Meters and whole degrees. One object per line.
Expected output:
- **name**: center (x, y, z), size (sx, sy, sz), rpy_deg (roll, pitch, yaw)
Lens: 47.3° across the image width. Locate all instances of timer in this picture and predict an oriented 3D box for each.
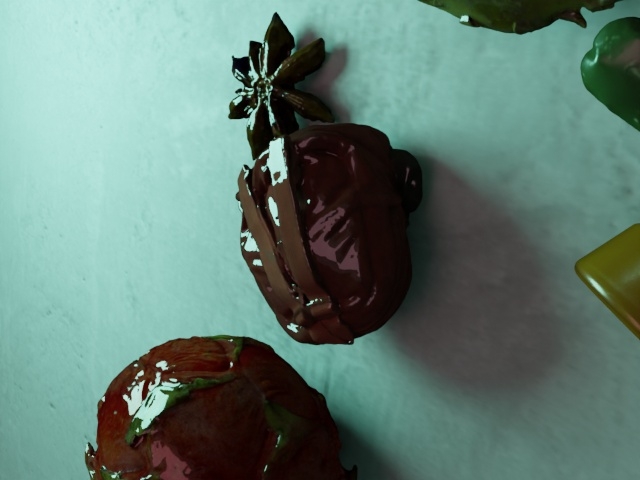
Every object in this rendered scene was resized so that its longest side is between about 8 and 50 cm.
- **timer**: center (0.277, 0.014, 0.503), size (0.152, 0.132, 0.132), rpy_deg (-46, 64, 14)

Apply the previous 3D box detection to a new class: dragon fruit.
- **dragon fruit**: center (-0.108, 0.245, 0.802), size (0.343, 0.277, 0.277), rpy_deg (51, 129, 19)

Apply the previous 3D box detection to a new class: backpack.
- **backpack**: center (0.002, 0.000, 0.734), size (0.229, 0.138, 0.229), rpy_deg (7, 100, 45)

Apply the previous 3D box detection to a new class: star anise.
- **star anise**: center (-0.050, -0.166, 0.814), size (0.167, 0.057, 0.168), rpy_deg (11, 105, 44)

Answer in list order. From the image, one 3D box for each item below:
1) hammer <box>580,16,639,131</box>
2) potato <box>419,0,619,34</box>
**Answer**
- **hammer**: center (0.282, -0.011, 0.385), size (0.335, 0.119, 0.206), rpy_deg (34, 120, -3)
- **potato**: center (0.139, -0.261, 0.557), size (0.296, 0.141, 0.192), rpy_deg (40, 106, 33)
